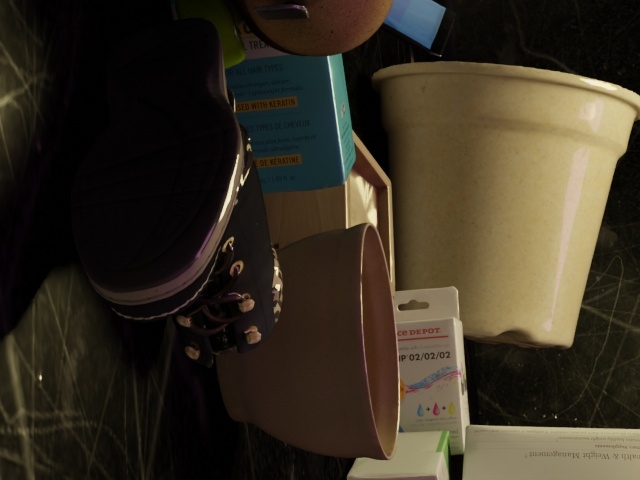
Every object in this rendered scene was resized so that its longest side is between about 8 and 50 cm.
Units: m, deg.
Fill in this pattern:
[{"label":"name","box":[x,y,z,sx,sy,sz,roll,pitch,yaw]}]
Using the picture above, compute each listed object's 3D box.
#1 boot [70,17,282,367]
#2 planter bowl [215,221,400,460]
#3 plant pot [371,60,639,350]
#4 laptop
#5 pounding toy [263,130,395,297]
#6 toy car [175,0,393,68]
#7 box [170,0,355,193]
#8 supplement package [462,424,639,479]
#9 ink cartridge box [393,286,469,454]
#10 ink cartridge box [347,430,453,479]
[{"label":"boot","box":[-0.065,0.007,0.849,0.236,0.085,0.179,-94,171,-54]},{"label":"planter bowl","box":[-0.011,0.072,1.078,0.162,0.109,0.162,-5,90,-80]},{"label":"plant pot","box":[0.209,-0.030,1.900,0.334,0.333,0.306,31,65,-78]},{"label":"laptop","box":[0.039,-0.314,1.482,0.234,0.136,0.264,-66,150,-71]},{"label":"pounding toy","box":[0.000,0.000,1.274,0.141,0.100,0.130,49,35,-55]},{"label":"toy car","box":[-0.008,-0.164,0.892,0.188,0.155,0.149,-125,-168,-68]},{"label":"box","box":[-0.043,-0.154,1.036,0.060,0.100,0.244,-68,151,-69]},{"label":"supplement package","box":[0.238,0.307,1.563,0.149,0.194,0.203,77,16,-51]},{"label":"ink cartridge box","box":[0.100,0.140,1.674,0.061,0.104,0.181,31,54,-76]},{"label":"ink cartridge box","box":[0.088,0.311,1.561,0.154,0.093,0.212,-44,131,-78]}]
